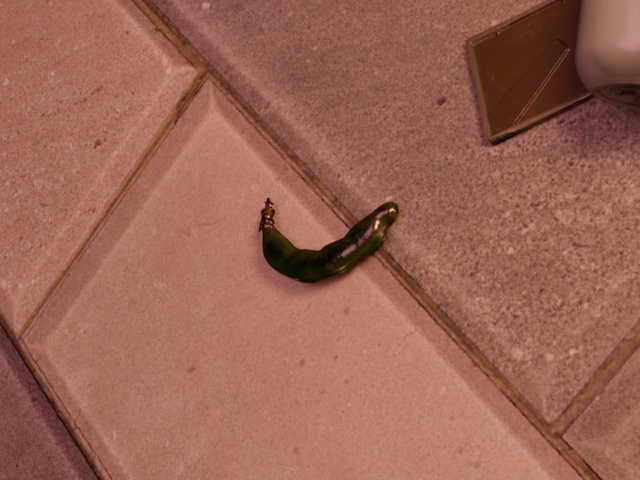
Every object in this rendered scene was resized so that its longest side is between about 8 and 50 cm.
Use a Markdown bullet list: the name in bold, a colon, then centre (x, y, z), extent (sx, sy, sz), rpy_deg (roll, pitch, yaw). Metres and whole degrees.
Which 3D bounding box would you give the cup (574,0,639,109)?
- **cup**: centre (0.463, -0.347, 1.938), extent (0.206, 0.205, 0.312), rpy_deg (3, 81, 39)

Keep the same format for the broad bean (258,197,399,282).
- **broad bean**: centre (0.000, 0.000, 2.304), extent (0.292, 0.049, 0.144), rpy_deg (2, 77, 39)

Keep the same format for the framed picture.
- **framed picture**: centre (0.344, -0.278, 2.126), extent (0.260, 0.023, 0.189), rpy_deg (-26, 62, 31)
